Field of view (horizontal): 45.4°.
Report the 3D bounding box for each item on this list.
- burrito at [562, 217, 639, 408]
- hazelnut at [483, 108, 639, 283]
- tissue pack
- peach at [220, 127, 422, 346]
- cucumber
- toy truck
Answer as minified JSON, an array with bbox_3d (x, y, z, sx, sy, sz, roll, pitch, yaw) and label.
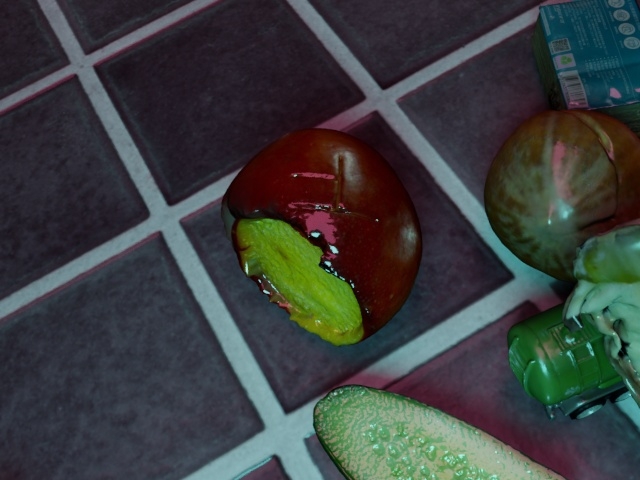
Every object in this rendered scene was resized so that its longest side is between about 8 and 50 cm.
[{"bbox_3d":[0.351,0.092,0.581,0.332,0.190,0.135,48,51,8],"label":"burrito"},{"bbox_3d":[0.243,-0.044,0.774,0.182,0.182,0.182,-4,60,8],"label":"hazelnut"},{"bbox_3d":[0.322,-0.198,0.890,0.120,0.082,0.169,-7,60,5],"label":"tissue pack"},{"bbox_3d":[0.000,0.000,0.780,0.190,0.196,0.226,-31,51,31],"label":"peach"},{"bbox_3d":[0.103,0.213,0.710,0.244,0.063,0.115,30,76,24],"label":"cucumber"},{"bbox_3d":[0.291,0.081,0.716,0.242,0.125,0.101,-22,59,-4],"label":"toy truck"}]
